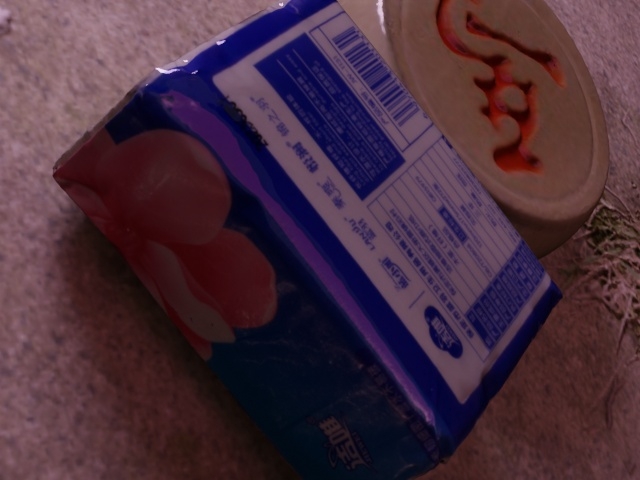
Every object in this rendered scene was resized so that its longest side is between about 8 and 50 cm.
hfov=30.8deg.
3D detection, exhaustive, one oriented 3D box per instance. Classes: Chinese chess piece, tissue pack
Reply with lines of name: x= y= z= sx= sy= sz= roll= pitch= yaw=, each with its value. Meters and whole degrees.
Chinese chess piece: x=0.108 y=-0.104 z=0.894 sx=0.273 sy=0.102 sz=0.273 roll=22 pitch=55 yaw=-34
tissue pack: x=0.000 y=0.000 z=0.715 sx=0.269 sy=0.137 sz=0.209 roll=51 pitch=44 yaw=-5
